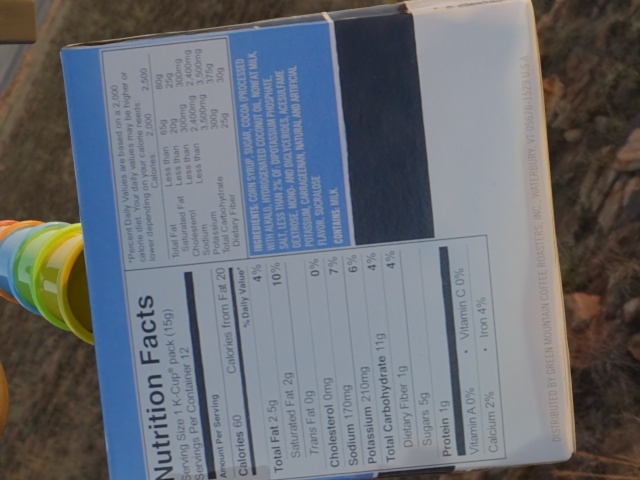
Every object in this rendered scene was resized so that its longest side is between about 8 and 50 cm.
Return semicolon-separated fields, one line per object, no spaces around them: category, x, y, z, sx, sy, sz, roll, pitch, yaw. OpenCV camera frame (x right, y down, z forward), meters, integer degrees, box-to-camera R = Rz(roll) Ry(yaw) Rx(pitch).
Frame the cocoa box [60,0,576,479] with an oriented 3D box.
cocoa box;0.000;0.000;0.529;0.347;0.228;0.231;-65;-31;-88

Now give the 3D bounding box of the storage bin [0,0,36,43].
storage bin;-0.406;-0.255;0.919;0.091;0.135;0.098;10;107;23

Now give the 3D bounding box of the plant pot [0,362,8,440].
plant pot;-0.617;0.217;1.047;0.280;0.323;0.323;120;169;-72

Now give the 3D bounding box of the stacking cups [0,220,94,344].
stacking cups;-0.248;0.030;0.710;0.316;0.096;0.096;3;69;52
